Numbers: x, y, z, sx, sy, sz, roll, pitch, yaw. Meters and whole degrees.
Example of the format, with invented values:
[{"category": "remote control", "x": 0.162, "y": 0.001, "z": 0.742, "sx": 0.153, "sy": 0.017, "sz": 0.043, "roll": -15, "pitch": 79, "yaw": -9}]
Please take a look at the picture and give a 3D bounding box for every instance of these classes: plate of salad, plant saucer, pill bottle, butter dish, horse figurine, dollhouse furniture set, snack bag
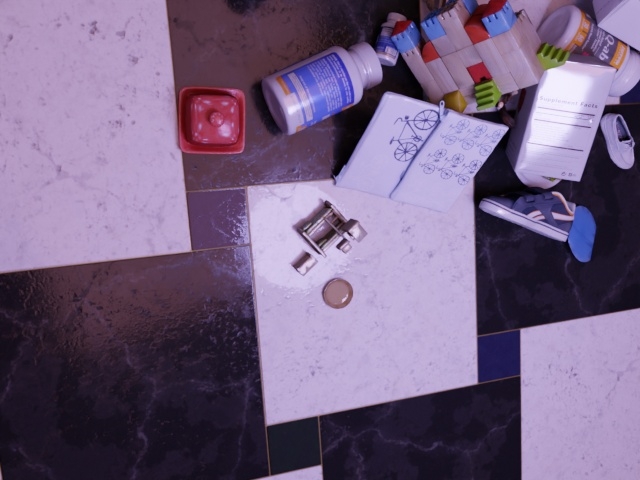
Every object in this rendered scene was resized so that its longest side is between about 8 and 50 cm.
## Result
[{"category": "plate of salad", "x": 0.645, "y": -0.246, "z": 1.753, "sx": 0.200, "sy": 0.048, "sz": 0.199, "roll": -3, "pitch": 100, "yaw": -16}, {"category": "plant saucer", "x": 0.048, "y": 0.143, "z": 1.646, "sx": 0.083, "sy": 0.015, "sz": 0.083, "roll": -2, "pitch": 98, "yaw": -16}, {"category": "pill bottle", "x": 0.178, "y": -0.515, "z": 1.557, "sx": 0.067, "sy": 0.067, "sz": 0.120, "roll": 17, "pitch": 93, "yaw": -19}, {"category": "butter dish", "x": -0.250, "y": -0.284, "z": 1.435, "sx": 0.160, "sy": 0.118, "sz": 0.159, "roll": -1, "pitch": 98, "yaw": -17}, {"category": "pill bottle", "x": 0.742, "y": -0.515, "z": 1.682, "sx": 0.279, "sy": 0.162, "sz": 0.162, "roll": 22, "pitch": 92, "yaw": -19}, {"category": "horse figurine", "x": 0.505, "y": -0.439, "z": 1.638, "sx": 0.066, "sy": 0.174, "sz": 0.263, "roll": 7, "pitch": 104, "yaw": 7}, {"category": "dollhouse furniture set", "x": 0.000, "y": 0.000, "z": 1.532, "sx": 0.182, "sy": 0.161, "sz": 0.101, "roll": -45, "pitch": 108, "yaw": -7}, {"category": "snack bag", "x": 0.246, "y": -0.211, "z": 1.539, "sx": 0.343, "sy": 0.037, "sz": 0.323, "roll": 13, "pitch": 135, "yaw": -18}, {"category": "pill bottle", "x": 0.008, "y": -0.378, "z": 1.482, "sx": 0.272, "sy": 0.152, "sz": 0.152, "roll": -27, "pitch": 105, "yaw": -11}]

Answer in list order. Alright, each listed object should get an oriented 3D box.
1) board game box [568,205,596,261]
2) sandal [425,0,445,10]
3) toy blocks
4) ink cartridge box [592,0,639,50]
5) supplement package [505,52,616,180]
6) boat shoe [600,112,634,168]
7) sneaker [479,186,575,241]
[{"category": "board game box", "x": 0.772, "y": -0.020, "z": 1.828, "sx": 0.133, "sy": 0.033, "sz": 0.168, "roll": 32, "pitch": 67, "yaw": -32}, {"category": "sandal", "x": 0.295, "y": -0.671, "z": 1.579, "sx": 0.079, "sy": 0.088, "sz": 0.240, "roll": 13, "pitch": 87, "yaw": 13}, {"category": "toy blocks", "x": 0.349, "y": -0.467, "z": 1.455, "sx": 0.261, "sy": 0.381, "sz": 0.190, "roll": 51, "pitch": 56, "yaw": -25}, {"category": "ink cartridge box", "x": 0.841, "y": -0.663, "z": 1.644, "sx": 0.198, "sy": 0.115, "sz": 0.272, "roll": 20, "pitch": 56, "yaw": -19}, {"category": "supplement package", "x": 0.612, "y": -0.329, "z": 1.583, "sx": 0.175, "sy": 0.177, "sz": 0.292, "roll": 9, "pitch": 116, "yaw": 4}, {"category": "boat shoe", "x": 0.900, "y": -0.296, "z": 1.814, "sx": 0.066, "sy": 0.063, "sz": 0.184, "roll": -27, "pitch": 105, "yaw": -11}, {"category": "sneaker", "x": 0.588, "y": -0.098, "z": 1.720, "sx": 0.321, "sy": 0.126, "sz": 0.127, "roll": 16, "pitch": 98, "yaw": -30}]
